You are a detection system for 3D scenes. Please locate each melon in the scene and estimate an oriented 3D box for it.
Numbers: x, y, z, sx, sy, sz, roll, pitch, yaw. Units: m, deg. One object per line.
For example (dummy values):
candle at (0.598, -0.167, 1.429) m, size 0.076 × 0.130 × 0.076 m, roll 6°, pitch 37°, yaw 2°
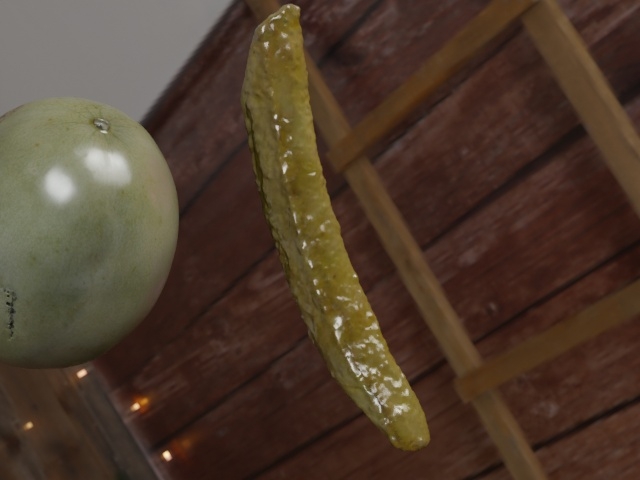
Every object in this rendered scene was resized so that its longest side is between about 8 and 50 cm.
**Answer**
melon at (-0.302, 0.003, 1.193) m, size 0.268 × 0.268 × 0.330 m, roll -24°, pitch -30°, yaw -56°

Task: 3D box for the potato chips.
potato chips at (0.000, 0.000, 0.938) m, size 0.080 × 0.407 × 0.057 m, roll -14°, pitch 5°, yaw 46°
